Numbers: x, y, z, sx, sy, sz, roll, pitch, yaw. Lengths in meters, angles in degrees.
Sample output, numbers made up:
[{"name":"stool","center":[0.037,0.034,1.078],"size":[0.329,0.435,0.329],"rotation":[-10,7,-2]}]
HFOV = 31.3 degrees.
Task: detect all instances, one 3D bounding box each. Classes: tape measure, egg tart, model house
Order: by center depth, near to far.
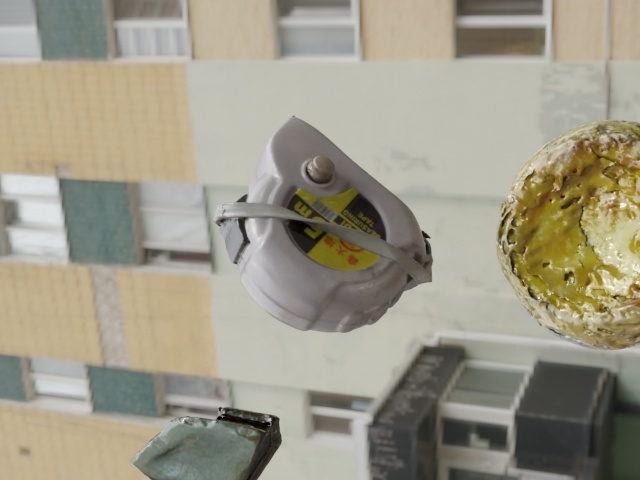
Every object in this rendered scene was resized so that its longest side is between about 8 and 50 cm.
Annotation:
[{"name":"egg tart","center":[0.295,-0.005,1.160],"size":[0.094,0.234,0.234],"rotation":[7,-93,-57]},{"name":"tape measure","center":[0.000,0.000,1.201],"size":[0.197,0.236,0.120],"rotation":[-46,-7,-39]},{"name":"model house","center":[-0.128,0.248,1.409],"size":[0.152,0.165,0.106],"rotation":[-20,-60,-72]}]
